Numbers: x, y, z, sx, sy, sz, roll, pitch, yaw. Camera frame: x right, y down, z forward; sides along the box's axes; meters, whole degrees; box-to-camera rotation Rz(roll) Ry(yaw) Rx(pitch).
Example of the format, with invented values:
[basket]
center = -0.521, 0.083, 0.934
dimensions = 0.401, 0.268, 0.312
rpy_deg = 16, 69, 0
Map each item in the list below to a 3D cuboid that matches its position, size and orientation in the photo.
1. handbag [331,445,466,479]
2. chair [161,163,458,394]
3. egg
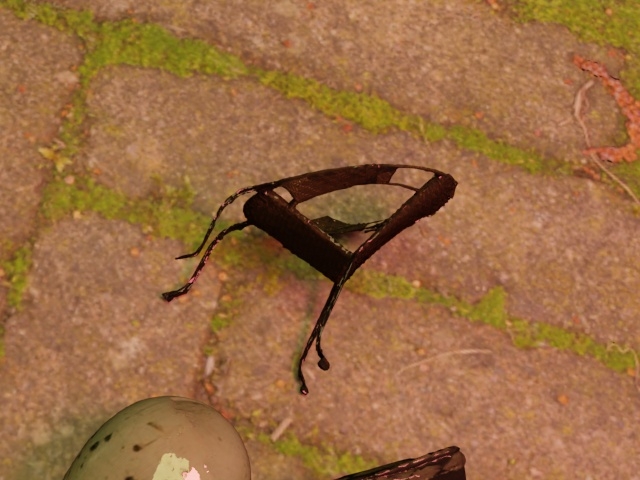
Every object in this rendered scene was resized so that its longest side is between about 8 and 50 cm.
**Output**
[handbag]
center = 0.024, 0.378, 1.323
dimensions = 0.317, 0.180, 0.416
rpy_deg = -15, 82, -24
[chair]
center = 0.000, 0.000, 1.545
dimensions = 0.149, 0.174, 0.213
rpy_deg = 40, 72, 4
[egg]
center = -0.132, 0.189, 1.435
dimensions = 0.164, 0.131, 0.131
rpy_deg = -26, 71, -11
